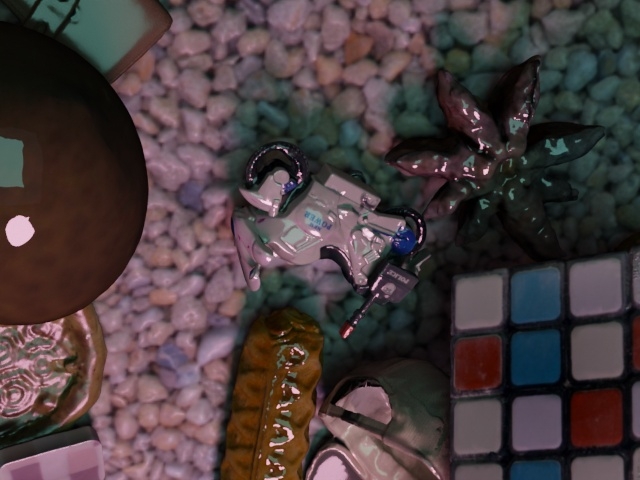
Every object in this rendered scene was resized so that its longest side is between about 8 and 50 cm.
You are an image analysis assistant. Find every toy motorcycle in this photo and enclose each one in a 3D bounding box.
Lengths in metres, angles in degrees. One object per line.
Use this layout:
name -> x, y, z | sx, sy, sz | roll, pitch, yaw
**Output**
toy motorcycle -> 0.000, 0.000, 1.449 | 0.221, 0.102, 0.150 | 26, 105, -24

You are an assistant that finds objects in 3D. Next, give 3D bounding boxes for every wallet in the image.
wallet -> -0.225, -0.224, 1.358 | 0.118, 0.039, 0.152 | -43, 113, -1

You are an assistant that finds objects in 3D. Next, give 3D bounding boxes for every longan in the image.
longan -> -0.293, -0.060, 1.288 | 0.300, 0.300, 0.243 | 57, 43, -21

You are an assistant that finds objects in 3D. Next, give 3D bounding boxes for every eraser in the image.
eraser -> -0.274, 0.230, 1.472 | 0.105, 0.026, 0.065 | -13, 125, -17

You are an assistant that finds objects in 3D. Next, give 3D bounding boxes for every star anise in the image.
star anise -> 0.184, -0.079, 1.474 | 0.229, 0.093, 0.236 | -23, 109, -6

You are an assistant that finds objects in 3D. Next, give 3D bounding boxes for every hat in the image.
hat -> 0.096, 0.251, 1.498 | 0.161, 0.232, 0.275 | -15, 109, -25

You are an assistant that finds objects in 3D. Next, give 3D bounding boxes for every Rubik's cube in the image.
Rubik's cube -> 0.291, 0.164, 1.402 | 0.259, 0.253, 0.256 | 24, 63, -50

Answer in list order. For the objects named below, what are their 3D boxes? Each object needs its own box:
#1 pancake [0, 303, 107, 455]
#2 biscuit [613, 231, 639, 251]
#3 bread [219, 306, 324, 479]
pancake -> -0.324, 0.123, 1.441 | 0.235, 0.029, 0.212 | -46, 112, 4
biscuit -> 0.451, 0.083, 1.556 | 0.197, 0.049, 0.301 | -43, 82, 5
bread -> -0.061, 0.245, 1.519 | 0.077, 0.084, 0.367 | -11, 115, -53
